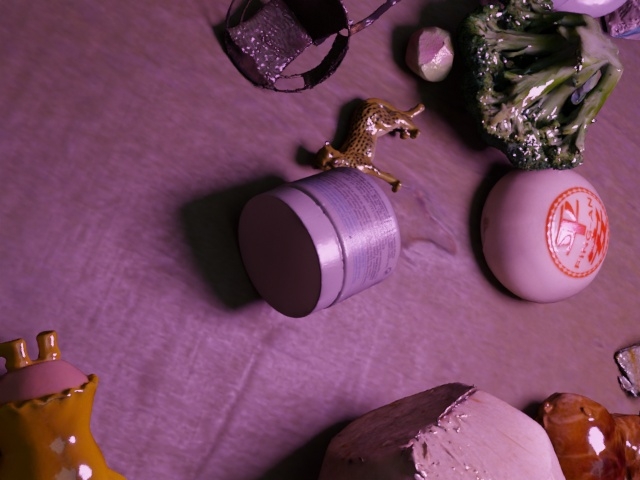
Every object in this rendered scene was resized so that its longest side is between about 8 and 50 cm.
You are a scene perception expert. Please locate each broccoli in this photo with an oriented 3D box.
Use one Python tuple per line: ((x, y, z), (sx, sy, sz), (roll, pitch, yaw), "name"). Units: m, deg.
((0.340, -0.248, 1.730), (0.265, 0.245, 0.294), (-15, 71, -51), "broccoli")

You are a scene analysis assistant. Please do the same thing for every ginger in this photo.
((0.471, 0.406, 1.787), (0.357, 0.152, 0.274), (23, 71, -29), "ginger")

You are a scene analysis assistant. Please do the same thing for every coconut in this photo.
((0.179, 0.392, 1.478), (0.346, 0.346, 0.360), (-26, 97, -35), "coconut")
((0.172, -0.294, 1.726), (0.082, 0.081, 0.083), (-38, 123, 4), "coconut")

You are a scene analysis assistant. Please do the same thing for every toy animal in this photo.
((-0.313, 0.222, 1.276), (0.156, 0.156, 0.230), (-16, 89, -35), "toy animal")
((0.073, -0.154, 1.641), (0.136, 0.073, 0.181), (30, 70, -20), "toy animal")

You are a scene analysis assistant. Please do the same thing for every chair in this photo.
((-0.022, -0.318, 1.556), (0.213, 0.149, 0.174), (-48, 112, -25), "chair")

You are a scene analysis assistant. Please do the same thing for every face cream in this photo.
((0.000, 0.000, 1.501), (0.153, 0.177, 0.177), (-21, 95, -37), "face cream")

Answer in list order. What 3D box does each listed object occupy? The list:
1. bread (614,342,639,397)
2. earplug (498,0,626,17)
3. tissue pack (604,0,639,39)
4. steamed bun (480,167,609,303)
((0.606, 0.212, 1.949), (0.110, 0.156, 0.103), (-31, 111, -67), "bread")
((0.410, -0.481, 1.856), (0.325, 0.175, 0.214), (-12, 84, -36), "earplug")
((0.646, -0.470, 2.051), (0.271, 0.124, 0.201), (-1, 85, -34), "tissue pack")
((0.377, -0.016, 1.785), (0.232, 0.145, 0.232), (6, 80, -34), "steamed bun")
